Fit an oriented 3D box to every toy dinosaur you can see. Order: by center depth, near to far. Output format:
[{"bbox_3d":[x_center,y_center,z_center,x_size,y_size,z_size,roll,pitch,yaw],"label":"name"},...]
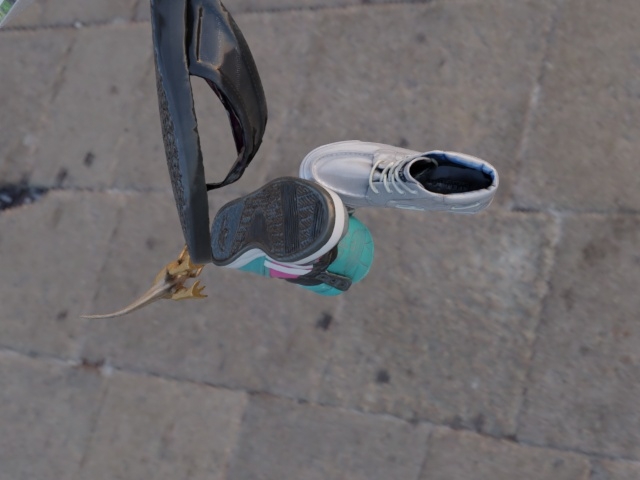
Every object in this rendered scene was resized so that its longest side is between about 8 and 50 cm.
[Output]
[{"bbox_3d":[-0.210,0.063,1.886,0.112,0.064,0.211,-14,21,46],"label":"toy dinosaur"}]

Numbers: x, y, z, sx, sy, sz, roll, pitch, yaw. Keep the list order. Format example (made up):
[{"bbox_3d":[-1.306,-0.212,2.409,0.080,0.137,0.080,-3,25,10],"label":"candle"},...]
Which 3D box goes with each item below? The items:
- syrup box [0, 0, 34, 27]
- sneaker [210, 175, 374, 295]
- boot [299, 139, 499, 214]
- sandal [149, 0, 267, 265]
[{"bbox_3d":[-0.224,-0.279,1.112,0.237,0.093,0.096,-36,11,48],"label":"syrup box"},{"bbox_3d":[0.000,0.000,1.728,0.295,0.178,0.124,-8,75,60],"label":"sneaker"},{"bbox_3d":[0.101,-0.088,1.782,0.258,0.123,0.095,4,81,0],"label":"boot"},{"bbox_3d":[-0.111,-0.191,1.373,0.167,0.107,0.446,-123,28,-75],"label":"sandal"}]
